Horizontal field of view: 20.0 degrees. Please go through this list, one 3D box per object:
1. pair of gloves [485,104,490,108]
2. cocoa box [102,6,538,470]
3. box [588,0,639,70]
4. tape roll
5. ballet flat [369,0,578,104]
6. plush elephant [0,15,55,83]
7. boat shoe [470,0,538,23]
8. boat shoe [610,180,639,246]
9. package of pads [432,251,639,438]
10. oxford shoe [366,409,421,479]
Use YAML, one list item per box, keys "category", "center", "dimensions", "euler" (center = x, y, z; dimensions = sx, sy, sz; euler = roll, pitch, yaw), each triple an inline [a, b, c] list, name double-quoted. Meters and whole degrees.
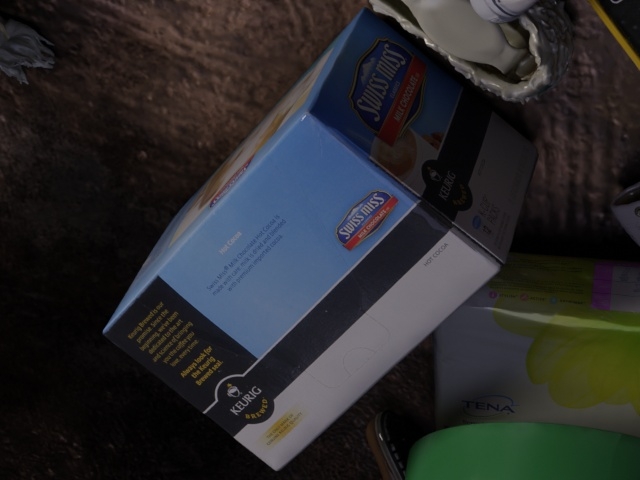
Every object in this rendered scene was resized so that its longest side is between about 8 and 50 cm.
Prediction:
- category: "pair of gloves"
  center: [0.143, -0.093, 1.779]
  dimensions: [0.083, 0.010, 0.074]
  euler: [-14, 115, 23]
- category: "cocoa box"
  center: [0.000, 0.000, 1.731]
  dimensions: [0.228, 0.231, 0.347]
  euler: [39, 124, -9]
- category: "box"
  center: [0.383, -0.282, 1.577]
  dimensions: [0.322, 0.079, 0.257]
  euler: [-31, 107, 27]
- category: "tape roll"
  center: [0.243, 0.269, 1.827]
  dimensions: [0.321, 0.077, 0.321]
  euler: [9, 157, 4]
- category: "ballet flat"
  center: [0.069, -0.269, 1.626]
  dimensions: [0.409, 0.147, 0.147]
  euler: [38, 121, -9]
- category: "plush elephant"
  center: [-0.410, -0.227, 1.688]
  dimensions: [0.272, 0.255, 0.330]
  euler: [-35, 107, 28]
- category: "boat shoe"
  center: [0.150, -0.304, 1.573]
  dimensions: [0.076, 0.083, 0.226]
  euler: [-23, 84, 45]
- category: "boat shoe"
  center: [0.383, -0.080, 1.680]
  dimensions: [0.096, 0.098, 0.277]
  euler: [42, 121, -13]
- category: "package of pads"
  center: [0.260, 0.124, 1.814]
  dimensions: [0.297, 0.101, 0.229]
  euler: [4, 128, 10]
- category: "oxford shoe"
  center: [0.083, 0.285, 1.973]
  dimensions: [0.096, 0.083, 0.227]
  euler: [-9, 116, 23]
